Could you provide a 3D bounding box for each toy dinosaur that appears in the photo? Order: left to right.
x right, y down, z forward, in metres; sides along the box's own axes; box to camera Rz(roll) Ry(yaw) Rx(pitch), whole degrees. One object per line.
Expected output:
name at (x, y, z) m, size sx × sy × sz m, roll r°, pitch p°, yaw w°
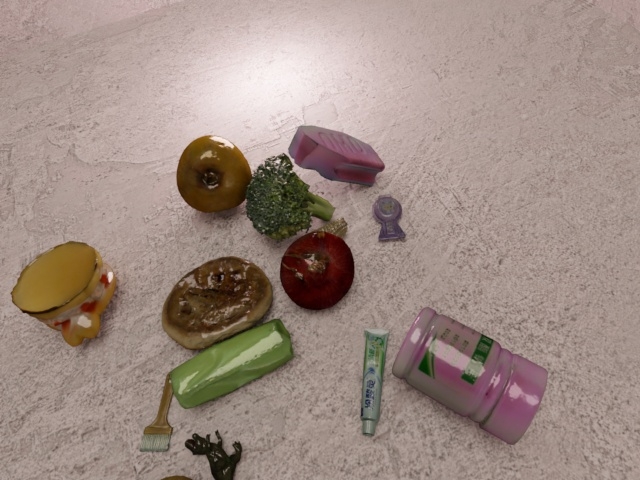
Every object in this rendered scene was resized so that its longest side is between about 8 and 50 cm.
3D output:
toy dinosaur at (-0.279, 0.597, 1.075) m, size 0.187 × 0.087 × 0.178 m, roll 27°, pitch 101°, yaw 38°

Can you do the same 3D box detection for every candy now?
candy at (-0.243, 0.339, 1.168) m, size 0.344 × 0.132 × 0.142 m, roll -25°, pitch 71°, yaw -10°

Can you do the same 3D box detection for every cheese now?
cheese at (0.236, -0.084, 1.441) m, size 0.105 × 0.042 × 0.190 m, roll -8°, pitch 59°, yaw 3°

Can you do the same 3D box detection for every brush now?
brush at (-0.444, 0.478, 1.173) m, size 0.083 × 0.010 × 0.218 m, roll -1°, pitch 56°, yaw 6°

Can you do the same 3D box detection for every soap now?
soap at (0.052, -0.303, 1.468) m, size 0.324 × 0.109 × 0.193 m, roll 1°, pitch 46°, yaw -38°

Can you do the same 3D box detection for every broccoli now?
broccoli at (-0.129, -0.126, 1.418) m, size 0.249 × 0.302 × 0.375 m, roll -43°, pitch 32°, yaw 4°

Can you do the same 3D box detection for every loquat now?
loquat at (-0.373, -0.230, 1.479) m, size 0.275 × 0.275 × 0.274 m, roll -3°, pitch 57°, yaw 4°

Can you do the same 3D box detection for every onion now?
onion at (-0.004, 0.093, 1.270) m, size 0.248 × 0.248 × 0.161 m, roll -40°, pitch 20°, yaw -18°

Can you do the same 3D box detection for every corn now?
corn at (0.000, 0.000, 1.395) m, size 0.211 × 0.087 × 0.087 m, roll -27°, pitch 58°, yaw -18°

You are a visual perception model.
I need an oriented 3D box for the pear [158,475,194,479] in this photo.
pear at (-0.342, 0.659, 0.934) m, size 0.228 × 0.188 × 0.211 m, roll 39°, pitch 85°, yaw 27°

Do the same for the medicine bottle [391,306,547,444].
medicine bottle at (0.369, 0.333, 1.059) m, size 0.325 × 0.212 × 0.212 m, roll 27°, pitch 64°, yaw 22°

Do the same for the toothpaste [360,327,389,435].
toothpaste at (0.146, 0.382, 1.152) m, size 0.075 × 0.048 × 0.296 m, roll 3°, pitch 54°, yaw 11°

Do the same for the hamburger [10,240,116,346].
hamburger at (-0.777, 0.168, 1.303) m, size 0.261 × 0.186 × 0.303 m, roll -33°, pitch 50°, yaw -16°

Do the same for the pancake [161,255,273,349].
pancake at (-0.331, 0.182, 1.301) m, size 0.356 × 0.065 × 0.356 m, roll -8°, pitch 42°, yaw 7°
